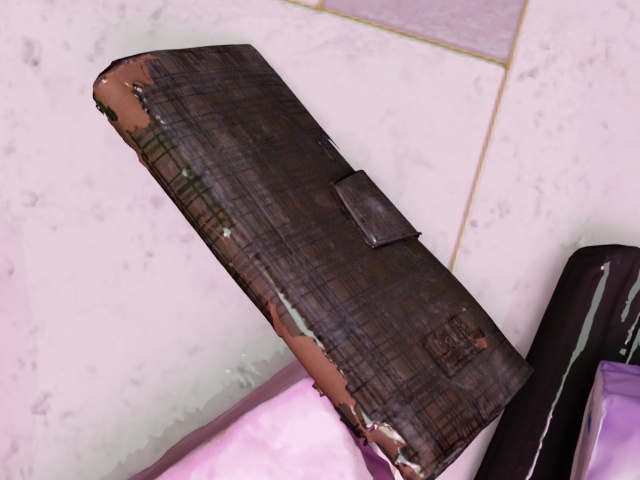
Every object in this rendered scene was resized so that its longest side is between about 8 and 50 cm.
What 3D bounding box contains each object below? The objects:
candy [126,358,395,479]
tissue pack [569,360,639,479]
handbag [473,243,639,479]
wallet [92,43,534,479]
[{"bbox_3d":[-0.078,0.193,0.682,0.265,0.155,0.115,-35,92,-3],"label":"candy"},{"bbox_3d":[0.299,0.226,0.582,0.339,0.160,0.242,11,96,15],"label":"tissue pack"},{"bbox_3d":[0.239,0.141,0.742,0.223,0.080,0.246,22,92,-10],"label":"handbag"},{"bbox_3d":[0.000,0.000,0.668,0.317,0.169,0.044,50,124,10],"label":"wallet"}]
